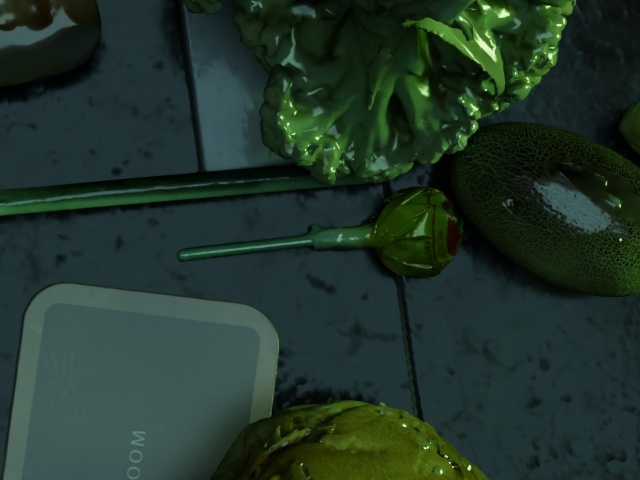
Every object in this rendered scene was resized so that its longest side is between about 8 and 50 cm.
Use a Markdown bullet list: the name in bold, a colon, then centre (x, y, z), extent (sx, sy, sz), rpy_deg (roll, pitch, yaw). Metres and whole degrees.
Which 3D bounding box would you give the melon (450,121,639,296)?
- **melon**: centre (0.161, -0.022, 1.166), extent (0.162, 0.099, 0.099), rpy_deg (26, 85, 1)

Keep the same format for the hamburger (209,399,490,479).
- **hamburger**: centre (0.032, 0.244, 1.084), extent (0.285, 0.134, 0.265), rpy_deg (37, 52, -10)

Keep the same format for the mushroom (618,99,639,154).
- **mushroom**: centre (0.369, -0.033, 1.198), extent (0.333, 0.087, 0.107), rpy_deg (28, 86, -2)

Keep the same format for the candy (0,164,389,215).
- **candy**: centre (-0.165, -0.027, 1.137), extent (0.440, 0.119, 0.119), rpy_deg (-4, 88, -13)

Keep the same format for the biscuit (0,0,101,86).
- **biscuit**: centre (-0.285, -0.227, 1.143), extent (0.237, 0.062, 0.290), rpy_deg (-16, 89, -6)

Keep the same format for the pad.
- **pad**: centre (-0.127, 0.167, 1.174), extent (0.176, 0.002, 0.266), rpy_deg (7, 87, -6)

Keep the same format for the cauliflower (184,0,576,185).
- **cauliflower**: centre (0.031, -0.194, 1.078), extent (0.260, 0.281, 0.327), rpy_deg (7, 94, 26)

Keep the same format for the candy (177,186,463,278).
- **candy**: centre (0.000, 0.000, 1.176), extent (0.194, 0.058, 0.062), rpy_deg (-5, 80, 2)
